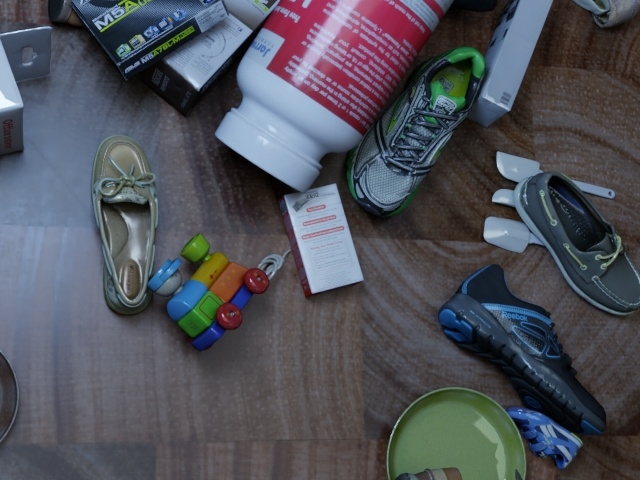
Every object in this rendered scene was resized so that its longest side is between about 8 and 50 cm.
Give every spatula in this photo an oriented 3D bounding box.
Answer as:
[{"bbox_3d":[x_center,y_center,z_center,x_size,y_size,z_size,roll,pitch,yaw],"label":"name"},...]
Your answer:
[{"bbox_3d":[0.407,-0.049,1.878,0.242,0.019,0.168,14,74,-16],"label":"spatula"}]

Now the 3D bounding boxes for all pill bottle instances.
[{"bbox_3d":[0.016,-0.288,1.664,0.229,0.229,0.407,33,93,-7],"label":"pill bottle"}]

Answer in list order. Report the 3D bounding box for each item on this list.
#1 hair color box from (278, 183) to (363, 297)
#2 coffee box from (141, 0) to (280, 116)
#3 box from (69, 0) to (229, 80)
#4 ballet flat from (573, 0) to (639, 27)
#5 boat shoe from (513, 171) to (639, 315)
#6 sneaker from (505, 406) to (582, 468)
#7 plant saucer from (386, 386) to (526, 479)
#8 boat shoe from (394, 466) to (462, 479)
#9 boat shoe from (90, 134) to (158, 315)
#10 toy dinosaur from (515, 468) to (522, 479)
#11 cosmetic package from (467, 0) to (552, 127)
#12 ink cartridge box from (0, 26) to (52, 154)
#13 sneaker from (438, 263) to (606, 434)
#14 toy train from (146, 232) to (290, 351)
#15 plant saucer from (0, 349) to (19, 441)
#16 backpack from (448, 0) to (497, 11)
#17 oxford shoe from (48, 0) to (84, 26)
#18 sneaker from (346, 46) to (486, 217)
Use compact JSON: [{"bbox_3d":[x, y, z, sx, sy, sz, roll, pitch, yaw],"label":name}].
[{"bbox_3d":[0.000,0.000,1.733,0.093,0.053,0.167,-14,84,-16],"label":"hair color box"},{"bbox_3d":[-0.166,-0.333,1.712,0.098,0.141,0.246,41,71,-4],"label":"coffee box"},{"bbox_3d":[-0.263,-0.355,1.627,0.191,0.045,0.184,-33,57,-7],"label":"box"},{"bbox_3d":[0.463,-0.521,1.949,0.106,0.107,0.316,-39,89,-12],"label":"ballet flat"},{"bbox_3d":[0.458,0.007,1.824,0.109,0.091,0.305,-44,95,-21],"label":"boat shoe"},{"bbox_3d":[0.367,0.325,1.766,0.144,0.053,0.059,33,74,-6],"label":"sneaker"},{"bbox_3d":[0.216,0.360,1.725,0.241,0.037,0.240,3,78,-16],"label":"plant saucer"},{"bbox_3d":[0.208,0.499,1.623,0.120,0.122,0.324,-17,98,-11],"label":"boat shoe"},{"bbox_3d":[-0.294,-0.031,1.638,0.105,0.089,0.285,-6,80,-17],"label":"boat shoe"},{"bbox_3d":[0.342,0.523,1.702,0.160,0.121,0.313,-3,74,-28],"label":"toy dinosaur"},{"bbox_3d":[0.328,-0.325,1.870,0.060,0.099,0.239,25,72,-6],"label":"cosmetic package"},{"bbox_3d":[-0.547,-0.186,1.539,0.354,0.207,0.119,-18,82,-18],"label":"ink cartridge box"},{"bbox_3d":[0.360,0.183,1.758,0.341,0.125,0.139,44,66,-5],"label":"sneaker"},{"bbox_3d":[-0.155,0.042,1.649,0.143,0.105,0.248,45,45,-9],"label":"toy train"},{"bbox_3d":[-0.540,0.229,1.544,0.199,0.036,0.198,3,78,-15],"label":"plant saucer"},{"bbox_3d":[0.203,-0.612,1.833,0.290,0.273,0.355,14,62,5],"label":"backpack"},{"bbox_3d":[-0.390,-0.444,1.721,0.076,0.076,0.212,11,78,-39],"label":"oxford shoe"},{"bbox_3d":[0.158,-0.192,1.769,0.134,0.146,0.343,32,73,-7],"label":"sneaker"}]
